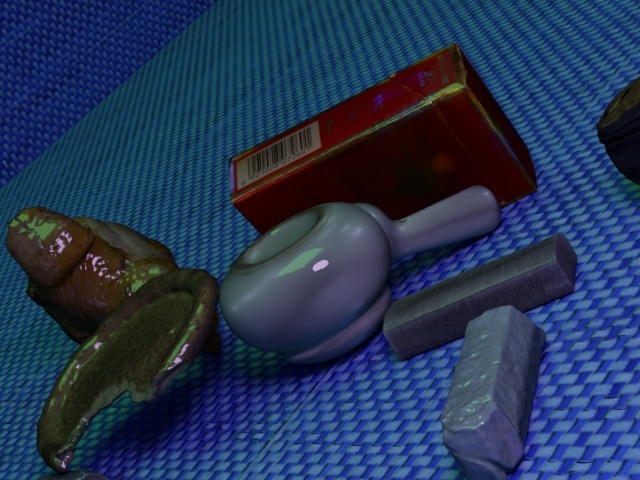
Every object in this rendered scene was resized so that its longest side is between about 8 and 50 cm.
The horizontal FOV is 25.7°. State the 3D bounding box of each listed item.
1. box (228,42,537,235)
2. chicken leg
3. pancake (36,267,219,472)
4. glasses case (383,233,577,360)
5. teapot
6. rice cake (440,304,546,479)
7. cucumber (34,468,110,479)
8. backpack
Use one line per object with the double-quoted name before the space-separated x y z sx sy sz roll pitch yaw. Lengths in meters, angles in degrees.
"box" 0.074 -0.079 1.663 0.313 0.197 0.089 -25 41 19
"chicken leg" -0.281 0.059 1.869 0.409 0.295 0.182 23 77 53
"pancake" -0.230 0.146 1.630 0.288 0.033 0.286 -9 43 56
"glasses case" 0.165 0.056 1.454 0.205 0.047 0.071 -25 21 25
"teapot" 0.043 0.026 1.565 0.318 0.149 0.220 -27 18 15
"rice cake" 0.155 0.132 1.261 0.063 0.069 0.206 -24 23 27
"cucumber" -0.283 0.292 1.593 0.112 0.064 0.064 -14 27 39
"backpack" 0.403 -0.153 1.465 0.206 0.133 0.258 -30 12 36
